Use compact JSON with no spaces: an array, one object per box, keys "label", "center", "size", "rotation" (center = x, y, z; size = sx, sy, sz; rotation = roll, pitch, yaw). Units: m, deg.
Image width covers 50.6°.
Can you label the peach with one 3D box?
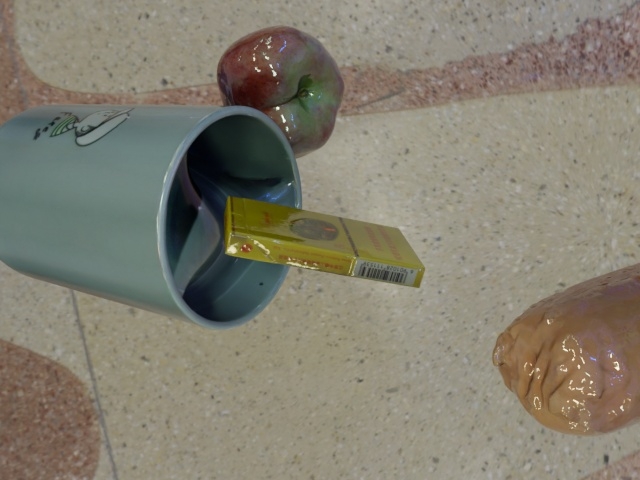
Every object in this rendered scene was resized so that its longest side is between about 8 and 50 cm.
[{"label":"peach","center":[-0.056,-0.167,0.783],"size":[0.152,0.152,0.152],"rotation":[0,91,23]}]

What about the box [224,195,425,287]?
[{"label":"box","center":[0.000,0.000,0.548],"size":[0.155,0.087,0.023],"rotation":[11,114,-13]}]

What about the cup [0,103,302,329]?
[{"label":"cup","center":[-0.199,-0.037,0.693],"size":[0.312,0.205,0.205],"rotation":[8,94,30]}]

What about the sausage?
[{"label":"sausage","center":[0.233,0.046,0.419],"size":[0.086,0.289,0.086],"rotation":[40,137,50]}]
